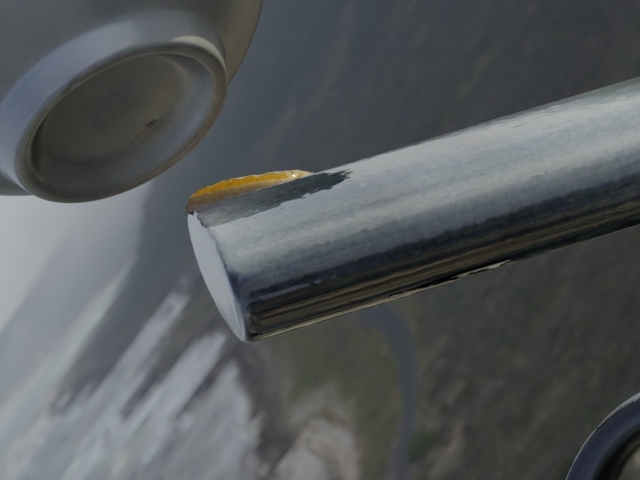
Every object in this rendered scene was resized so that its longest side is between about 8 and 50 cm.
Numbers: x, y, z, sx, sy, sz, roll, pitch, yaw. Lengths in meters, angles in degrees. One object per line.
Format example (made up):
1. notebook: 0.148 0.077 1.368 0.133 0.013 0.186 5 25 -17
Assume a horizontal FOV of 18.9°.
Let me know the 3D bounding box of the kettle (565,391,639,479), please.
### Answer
1. kettle: 0.183 0.149 0.842 0.202 0.144 0.232 12 91 39

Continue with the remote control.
1. remote control: 0.145 -0.042 0.631 0.378 0.044 0.107 -16 16 -8

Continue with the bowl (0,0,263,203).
1. bowl: -0.153 -0.126 1.177 0.346 0.157 0.345 -25 -29 -15

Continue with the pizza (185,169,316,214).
1. pizza: 0.000 0.000 1.137 0.035 0.160 0.099 -83 -2 -48
